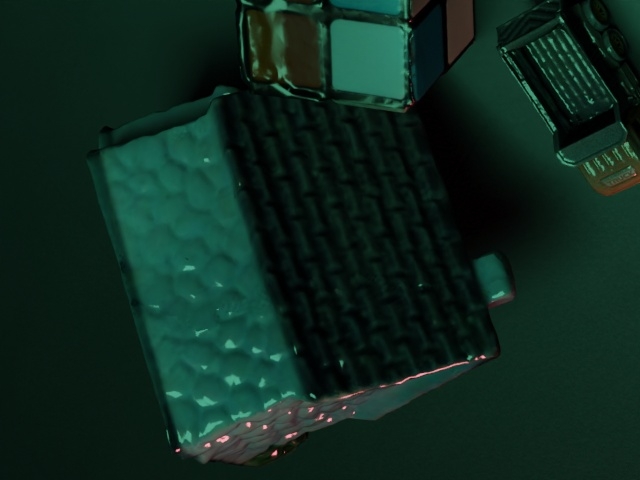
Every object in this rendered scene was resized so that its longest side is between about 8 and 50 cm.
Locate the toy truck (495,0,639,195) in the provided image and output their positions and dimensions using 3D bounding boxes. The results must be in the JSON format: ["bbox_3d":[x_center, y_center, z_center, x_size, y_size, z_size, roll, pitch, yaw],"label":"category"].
[{"bbox_3d":[0.244,-0.135,1.756,0.083,0.092,0.192,-27,104,36],"label":"toy truck"}]

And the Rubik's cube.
[{"bbox_3d":[0.032,-0.237,1.758,0.180,0.167,0.183,7,122,23],"label":"Rubik's cube"}]

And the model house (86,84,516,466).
[{"bbox_3d":[0.000,0.000,1.864,0.339,0.297,0.360,-21,74,13],"label":"model house"}]
